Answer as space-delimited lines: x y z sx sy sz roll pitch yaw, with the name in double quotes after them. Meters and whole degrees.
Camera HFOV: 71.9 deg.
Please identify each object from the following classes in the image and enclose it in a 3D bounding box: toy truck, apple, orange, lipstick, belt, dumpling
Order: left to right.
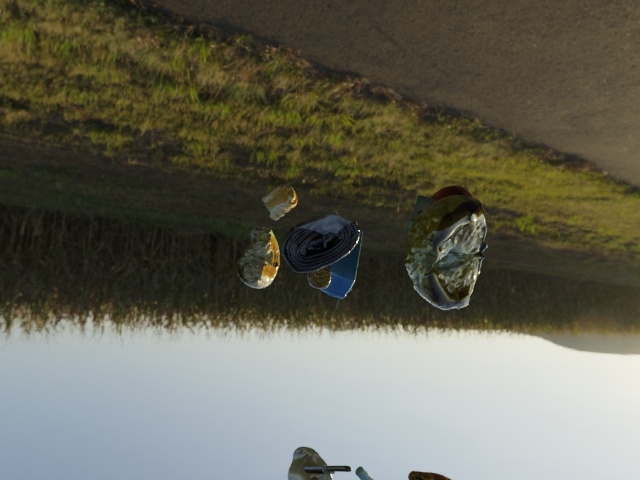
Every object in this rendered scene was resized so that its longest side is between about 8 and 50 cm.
-0.039 0.987 1.838 0.192 0.258 0.147 -14 176 29 "dumpling"
0.000 0.000 1.600 0.288 0.184 0.164 -23 -176 1 "belt"
0.102 0.094 2.165 0.161 0.385 0.162 23 136 -8 "toy truck"
0.230 1.152 2.116 0.158 0.048 0.048 52 152 -17 "lipstick"
0.380 0.029 1.409 0.270 0.369 0.210 -13 -154 -39 "orange"
0.634 -0.157 2.127 0.218 0.219 0.201 9 162 -35 "apple"

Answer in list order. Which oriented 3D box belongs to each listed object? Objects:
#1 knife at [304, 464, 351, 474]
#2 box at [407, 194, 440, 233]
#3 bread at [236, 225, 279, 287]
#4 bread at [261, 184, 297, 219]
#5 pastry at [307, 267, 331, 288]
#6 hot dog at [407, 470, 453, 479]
0.023 0.863 1.650 0.061 0.027 0.343 33 142 -16 "knife"
0.495 -0.077 1.809 0.244 0.153 0.092 16 149 12 "box"
-0.299 0.098 2.230 0.171 0.315 0.192 -5 157 26 "bread"
-0.173 -0.165 1.900 0.177 0.120 0.084 -30 161 31 "bread"
-0.006 0.155 1.869 0.097 0.109 0.057 -31 179 -10 "pastry"
0.378 0.799 1.387 0.268 0.115 0.072 26 165 -17 "hot dog"
